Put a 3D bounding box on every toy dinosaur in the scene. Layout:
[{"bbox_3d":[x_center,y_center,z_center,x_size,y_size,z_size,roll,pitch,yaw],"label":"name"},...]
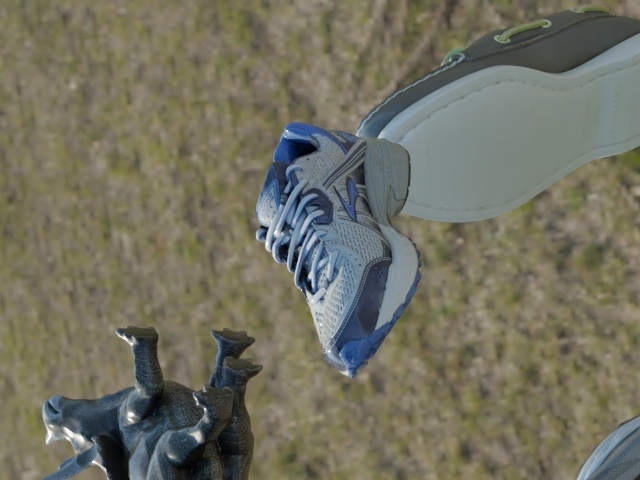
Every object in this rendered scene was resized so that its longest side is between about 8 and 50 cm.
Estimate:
[{"bbox_3d":[-0.094,0.157,1.107,0.313,0.121,0.160,32,118,55],"label":"toy dinosaur"}]

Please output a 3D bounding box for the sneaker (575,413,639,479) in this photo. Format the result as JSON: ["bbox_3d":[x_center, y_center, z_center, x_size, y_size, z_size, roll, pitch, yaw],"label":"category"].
[{"bbox_3d":[0.143,0.160,0.743,0.100,0.271,0.108,57,157,3],"label":"sneaker"}]

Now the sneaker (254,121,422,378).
[{"bbox_3d":[0.000,0.000,0.584,0.052,0.058,0.135,-58,18,28],"label":"sneaker"}]

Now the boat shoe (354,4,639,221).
[{"bbox_3d":[0.135,-0.095,1.078,0.091,0.305,0.109,33,131,41],"label":"boat shoe"}]
